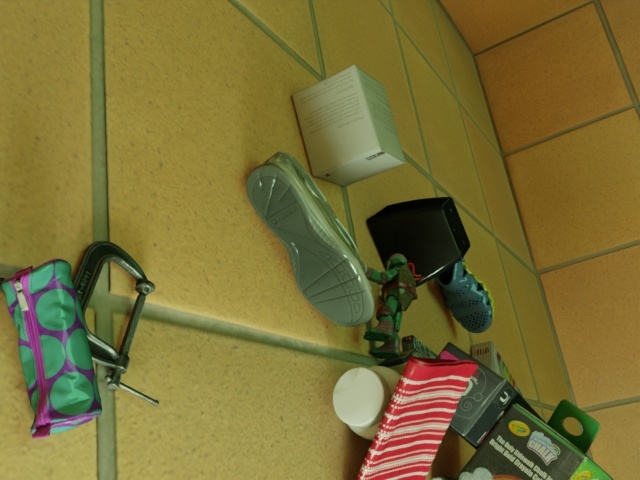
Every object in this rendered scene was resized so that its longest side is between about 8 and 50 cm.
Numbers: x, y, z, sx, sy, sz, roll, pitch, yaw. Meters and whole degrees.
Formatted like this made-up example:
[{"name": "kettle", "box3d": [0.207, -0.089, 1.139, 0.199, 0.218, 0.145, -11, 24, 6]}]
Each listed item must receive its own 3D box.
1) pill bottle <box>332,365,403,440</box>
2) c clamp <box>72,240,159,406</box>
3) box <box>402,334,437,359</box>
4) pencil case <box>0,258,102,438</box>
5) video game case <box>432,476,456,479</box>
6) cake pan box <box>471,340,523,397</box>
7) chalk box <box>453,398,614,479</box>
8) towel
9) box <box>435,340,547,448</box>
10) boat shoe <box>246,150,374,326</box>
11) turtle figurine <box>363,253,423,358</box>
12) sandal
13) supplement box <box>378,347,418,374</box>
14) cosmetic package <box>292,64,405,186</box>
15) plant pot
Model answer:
[{"name": "pill bottle", "box3d": [0.114, 0.279, 1.091, 0.216, 0.121, 0.121, 34, 43, -51]}, {"name": "c clamp", "box3d": [-0.219, 0.083, 0.704, 0.137, 0.022, 0.160, 39, 41, -39]}, {"name": "box", "box3d": [0.224, 0.275, 1.419, 0.137, 0.027, 0.093, 40, 39, -46]}, {"name": "pencil case", "box3d": [-0.245, 0.097, 0.588, 0.070, 0.065, 0.151, 24, 48, -77]}, {"name": "video game case", "box3d": [0.289, 0.594, 1.321, 0.193, 0.023, 0.212, 31, 46, -53]}, {"name": "cake pan box", "box3d": [0.482, 0.449, 1.757, 0.245, 0.070, 0.266, 55, 30, -24]}, {"name": "chalk box", "box3d": [0.424, 0.450, 1.254, 0.179, 0.289, 0.180, 42, -3, -41]}, {"name": "towel", "box3d": [0.147, 0.308, 1.024, 0.199, 0.031, 0.274, 15, 99, -49]}, {"name": "box", "box3d": [0.341, 0.360, 1.379, 0.165, 0.143, 0.270, 32, -9, 48]}, {"name": "boat shoe", "box3d": [-0.003, 0.000, 1.079, 0.320, 0.118, 0.103, 56, 33, -13]}, {"name": "turtle figurine", "box3d": [0.130, 0.103, 1.272, 0.175, 0.118, 0.234, 46, 40, -41]}, {"name": "sandal", "box3d": [0.344, 0.103, 1.690, 0.317, 0.126, 0.138, 61, 29, 2]}, {"name": "supplement box", "box3d": [0.163, 0.266, 1.273, 0.083, 0.056, 0.083, -15, 86, -64]}, {"name": "cosmetic package", "box3d": [0.059, -0.226, 1.319, 0.151, 0.151, 0.183, 8, 66, -62]}, {"name": "plant pot", "box3d": [0.239, -0.005, 1.494, 0.187, 0.167, 0.188, 68, 25, -5]}]
